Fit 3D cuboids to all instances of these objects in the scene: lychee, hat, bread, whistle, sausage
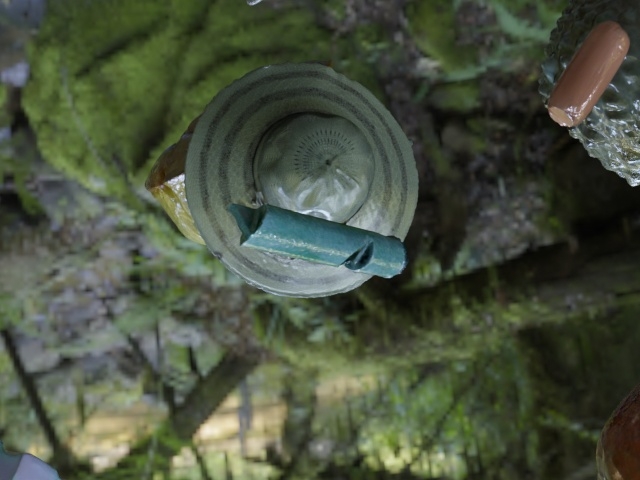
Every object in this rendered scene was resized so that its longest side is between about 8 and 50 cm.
[{"bbox_3d":[0.362,-0.175,1.383,0.274,0.255,0.255,29,-174,40],"label":"lychee"},{"bbox_3d":[-0.003,-0.068,1.343,0.252,0.252,0.110,0,175,-14],"label":"hat"},{"bbox_3d":[-0.077,-0.104,1.579,0.270,0.148,0.270,-32,-168,7],"label":"bread"},{"bbox_3d":[0.000,0.000,1.060,0.039,0.039,0.186,-21,158,35],"label":"whistle"},{"bbox_3d":[0.197,-0.123,0.991,0.034,0.083,0.034,33,176,3],"label":"sausage"}]

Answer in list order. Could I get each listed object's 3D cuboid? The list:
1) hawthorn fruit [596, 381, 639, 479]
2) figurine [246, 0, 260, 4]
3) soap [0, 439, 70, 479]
[{"bbox_3d":[0.253,0.152,0.949,0.189,0.149,0.149,-5,160,20],"label":"hawthorn fruit"},{"bbox_3d":[-0.032,-0.171,0.616,0.197,0.093,0.147,21,149,-9],"label":"figurine"},{"bbox_3d":[-0.165,0.141,0.705,0.100,0.056,0.149,38,160,-16],"label":"soap"}]
